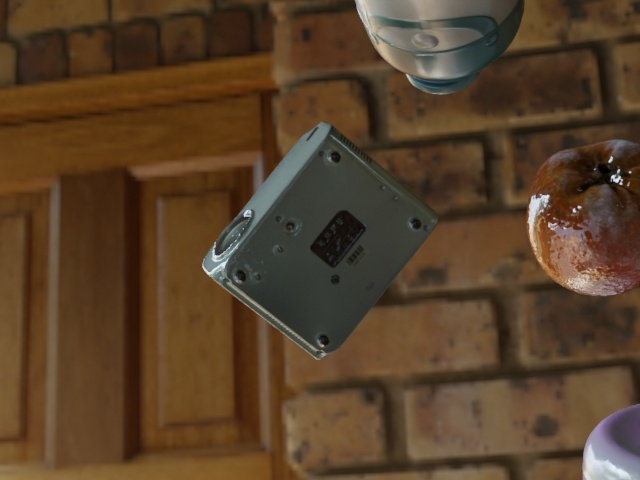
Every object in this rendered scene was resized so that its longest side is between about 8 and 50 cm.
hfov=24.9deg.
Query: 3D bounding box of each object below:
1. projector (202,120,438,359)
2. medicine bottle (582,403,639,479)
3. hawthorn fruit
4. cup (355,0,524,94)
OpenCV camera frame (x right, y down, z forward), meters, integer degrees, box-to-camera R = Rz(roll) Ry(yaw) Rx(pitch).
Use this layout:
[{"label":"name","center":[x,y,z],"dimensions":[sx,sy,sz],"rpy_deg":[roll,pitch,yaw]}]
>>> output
[{"label":"projector","center":[0.000,0.000,1.891],"dimensions":[0.198,0.250,0.108],"rpy_deg":[39,1,-18]},{"label":"medicine bottle","center":[0.427,0.366,1.642],"dimensions":[0.256,0.324,0.256],"rpy_deg":[-3,13,1]},{"label":"hawthorn fruit","center":[0.422,-0.020,2.186],"dimensions":[0.235,0.263,0.231],"rpy_deg":[-3,10,-28]},{"label":"cup","center":[0.150,-0.365,1.831],"dimensions":[0.219,0.289,0.257],"rpy_deg":[2,-29,14]}]
